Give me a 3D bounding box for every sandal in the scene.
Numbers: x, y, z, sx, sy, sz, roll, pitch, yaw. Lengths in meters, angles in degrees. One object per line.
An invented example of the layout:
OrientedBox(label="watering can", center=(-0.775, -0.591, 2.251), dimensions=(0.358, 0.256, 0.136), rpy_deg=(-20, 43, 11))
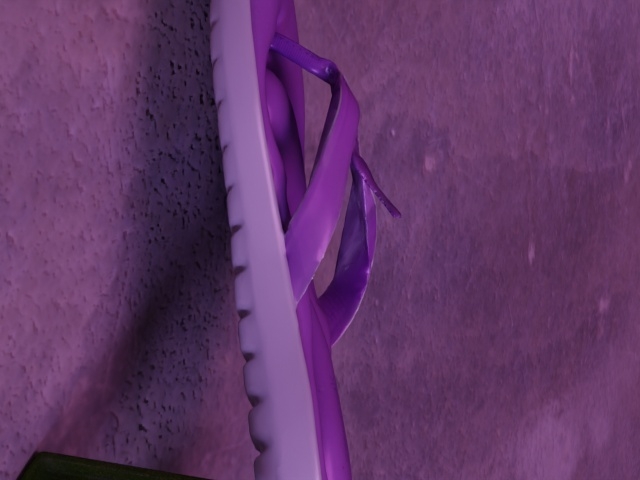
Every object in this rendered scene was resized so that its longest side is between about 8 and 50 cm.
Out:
OrientedBox(label="sandal", center=(0.001, 0.001, 1.013), dimensions=(0.169, 0.102, 0.416), rpy_deg=(47, 37, -83))

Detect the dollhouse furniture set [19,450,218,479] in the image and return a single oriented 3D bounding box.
OrientedBox(label="dollhouse furniture set", center=(-0.131, 0.297, 0.887), dimensions=(0.301, 0.151, 0.197), rpy_deg=(-60, 144, -34))
